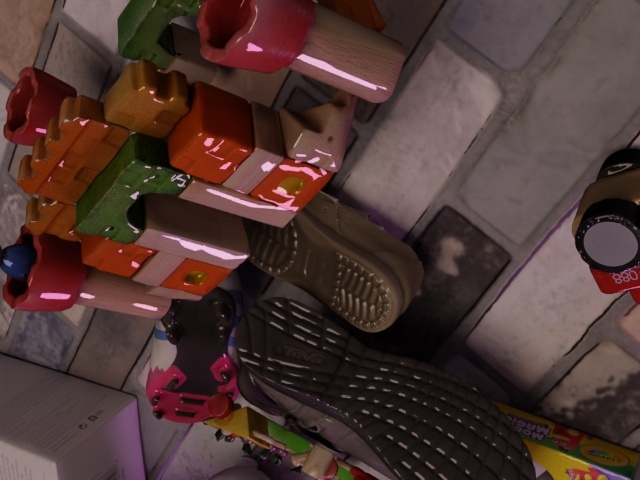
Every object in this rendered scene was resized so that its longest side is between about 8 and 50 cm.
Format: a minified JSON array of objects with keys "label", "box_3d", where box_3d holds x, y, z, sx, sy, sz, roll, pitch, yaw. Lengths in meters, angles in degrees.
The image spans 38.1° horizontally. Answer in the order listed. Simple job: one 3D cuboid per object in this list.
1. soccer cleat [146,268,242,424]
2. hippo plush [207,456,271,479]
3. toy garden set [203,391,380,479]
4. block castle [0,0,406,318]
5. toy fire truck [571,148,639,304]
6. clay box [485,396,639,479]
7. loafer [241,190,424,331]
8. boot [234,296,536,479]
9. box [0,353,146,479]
[{"label":"soccer cleat","box_3d":[-0.143,0.102,1.110,0.116,0.143,0.331,7,142,-8]},{"label":"hippo plush","box_3d":[-0.162,0.375,1.183,0.294,0.237,0.234,61,166,-26]},{"label":"toy garden set","box_3d":[-0.003,0.252,1.010,0.244,0.049,0.204,21,165,37]},{"label":"block castle","box_3d":[-0.157,-0.143,0.848,0.453,0.213,0.303,-41,47,37]},{"label":"toy fire truck","box_3d":[0.347,0.043,0.759,0.217,0.158,0.246,-17,113,35]},{"label":"clay box","box_3d":[0.210,0.247,0.982,0.222,0.053,0.127,17,119,24]},{"label":"loafer","box_3d":[0.000,0.000,0.978,0.268,0.092,0.102,39,126,30]},{"label":"boot","box_3d":[0.060,0.191,0.980,0.338,0.118,0.222,35,160,13]},{"label":"box","box_3d":[-0.439,0.311,1.336,0.345,0.168,0.215,12,117,26]}]
